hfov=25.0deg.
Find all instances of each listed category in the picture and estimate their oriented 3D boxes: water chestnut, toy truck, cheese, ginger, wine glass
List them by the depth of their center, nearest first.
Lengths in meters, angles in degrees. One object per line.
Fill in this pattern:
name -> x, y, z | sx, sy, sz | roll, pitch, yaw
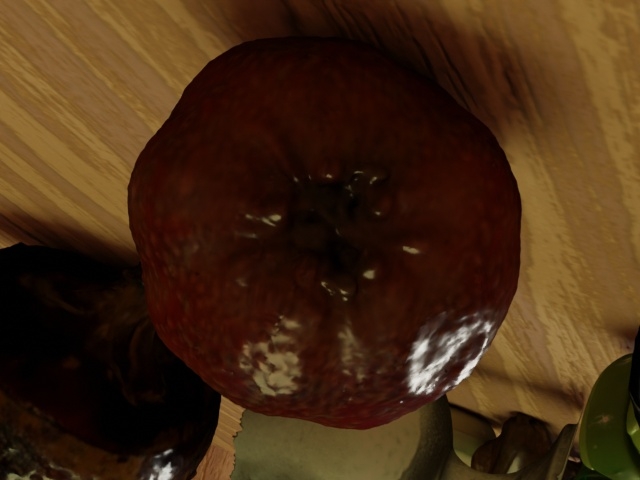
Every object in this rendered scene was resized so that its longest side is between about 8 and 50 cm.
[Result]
toy truck -> 0.297, 0.151, 1.096 | 0.187, 0.148, 0.210 | 24, 148, 4
wine glass -> 0.083, 0.222, 1.472 | 0.323, 0.238, 0.238 | 19, 167, 10
water chestnut -> -0.254, 0.131, 1.520 | 0.350, 0.350, 0.302 | 23, 124, -19
ginger -> 0.274, 0.301, 1.771 | 0.133, 0.107, 0.309 | -2, 158, 41
cheese -> 0.124, 0.227, 1.775 | 0.137, 0.064, 0.227 | 2, 161, 40

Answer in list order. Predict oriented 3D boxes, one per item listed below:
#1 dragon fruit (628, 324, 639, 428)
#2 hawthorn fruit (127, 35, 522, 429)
dragon fruit -> 0.313, 0.117, 0.875 | 0.282, 0.100, 0.343 | -13, 120, 52
hawthorn fruit -> 0.000, 0.000, 0.759 | 0.205, 0.205, 0.253 | 19, 174, -3
